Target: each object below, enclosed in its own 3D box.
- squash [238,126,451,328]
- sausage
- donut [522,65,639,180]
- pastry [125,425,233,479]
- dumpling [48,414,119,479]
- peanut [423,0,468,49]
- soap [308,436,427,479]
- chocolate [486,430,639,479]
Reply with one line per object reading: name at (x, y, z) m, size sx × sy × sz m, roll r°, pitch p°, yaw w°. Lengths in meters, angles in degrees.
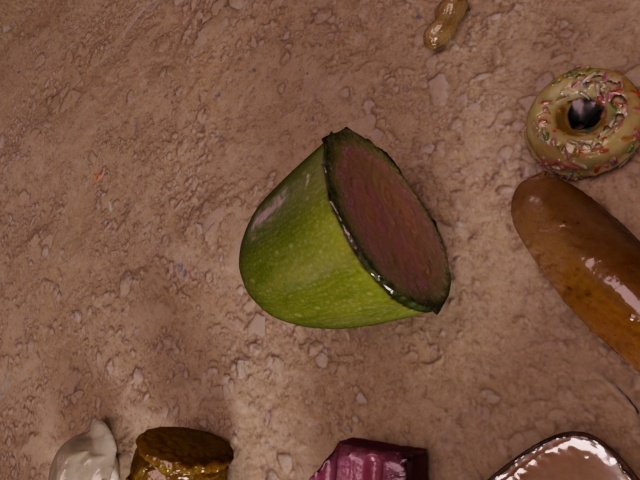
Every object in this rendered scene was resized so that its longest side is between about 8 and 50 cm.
squash at (-0.005, 0.031, 0.865) m, size 0.309 × 0.310 × 0.310 m, roll -31°, pitch 61°, yaw 28°
sausage at (0.413, 0.093, 0.665) m, size 0.136 × 0.123 × 0.500 m, roll -48°, pitch 55°, yaw 11°
donut at (0.384, -0.176, 0.798) m, size 0.175 × 0.068 × 0.174 m, roll -11°, pitch 69°, yaw 32°
pastry at (-0.253, 0.413, 0.990) m, size 0.189 × 0.189 × 0.103 m, roll 8°, pitch 84°, yaw 35°
dumpling at (-0.501, 0.497, 1.161) m, size 0.162 × 0.132 × 0.250 m, roll -38°, pitch 43°, yaw 30°
peanut at (0.225, -0.397, 0.982) m, size 0.054 × 0.054 × 0.113 m, roll 35°, pitch 97°, yaw 36°
soap at (0.059, 0.449, 0.805) m, size 0.182 × 0.112 × 0.288 m, roll -4°, pitch 74°, yaw 34°
chocolate at (0.287, 0.347, 0.699) m, size 0.261 × 0.083 × 0.161 m, roll -42°, pitch 76°, yaw 22°
